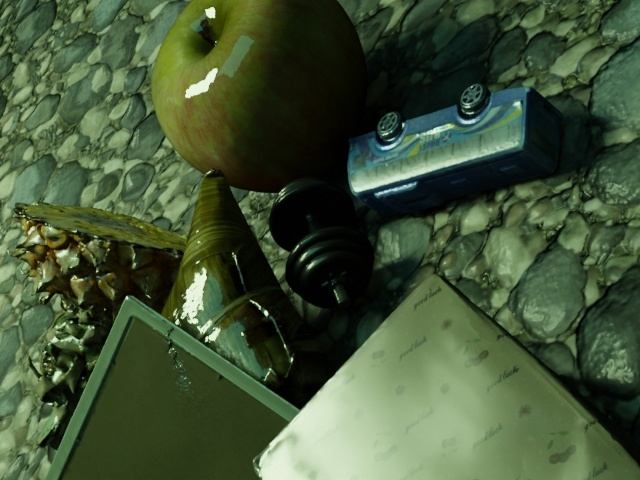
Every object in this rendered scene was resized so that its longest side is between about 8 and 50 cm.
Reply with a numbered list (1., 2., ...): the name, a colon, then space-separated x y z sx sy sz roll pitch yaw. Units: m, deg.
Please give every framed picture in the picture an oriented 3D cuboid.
1. framed picture: -0.123 0.221 1.166 0.296 0.019 0.232 31 101 27

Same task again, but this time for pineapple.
1. pineapple: -0.260 0.113 1.420 0.262 0.262 0.272 21 100 53

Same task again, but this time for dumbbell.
1. dumbbell: 0.000 0.000 1.301 0.099 0.099 0.208 -39 39 16

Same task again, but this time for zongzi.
1. zongzi: -0.147 0.103 1.280 0.286 0.134 0.288 -35 65 21

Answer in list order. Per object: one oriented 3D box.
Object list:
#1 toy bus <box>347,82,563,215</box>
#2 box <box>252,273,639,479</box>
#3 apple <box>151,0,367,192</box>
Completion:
1. toy bus: 0.132 -0.092 1.256 0.236 0.079 0.094 -15 51 39
2. box: 0.133 0.210 0.906 0.225 0.190 0.297 -47 38 4
3. apple: -0.062 -0.178 1.407 0.256 0.234 0.257 -28 40 27
